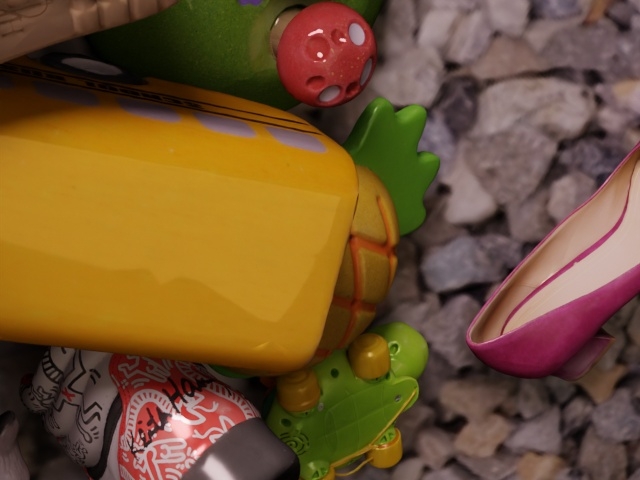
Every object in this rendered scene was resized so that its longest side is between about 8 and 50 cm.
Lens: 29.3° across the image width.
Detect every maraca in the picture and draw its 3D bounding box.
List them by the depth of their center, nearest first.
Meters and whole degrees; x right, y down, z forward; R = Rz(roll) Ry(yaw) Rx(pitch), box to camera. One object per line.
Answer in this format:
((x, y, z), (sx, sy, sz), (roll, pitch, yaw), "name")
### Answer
((0.000, 0.000, 0.678), (0.185, 0.099, 0.127), (-44, 145, -17), "maraca")

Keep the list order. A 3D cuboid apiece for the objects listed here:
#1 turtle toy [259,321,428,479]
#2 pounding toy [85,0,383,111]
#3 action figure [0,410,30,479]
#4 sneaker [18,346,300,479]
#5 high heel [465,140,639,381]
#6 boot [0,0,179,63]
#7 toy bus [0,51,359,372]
((0.015, 0.093, 0.748), (0.130, 0.066, 0.095), (-23, 123, -23), "turtle toy")
((-0.004, -0.155, 0.598), (0.237, 0.110, 0.183), (-52, 128, -2), "pounding toy")
((-0.285, 0.184, 0.581), (0.330, 0.178, 0.341), (-44, 98, -15), "action figure")
((-0.090, 0.125, 0.683), (0.090, 0.145, 0.270), (-38, 163, -23), "sneaker")
((0.189, -0.013, 0.803), (0.117, 0.082, 0.244), (17, 114, -46), "high heel")
((-0.185, -0.132, 0.442), (0.248, 0.207, 0.090), (-16, 140, -26), "boot")
((-0.163, -0.027, 0.512), (0.332, 0.130, 0.108), (9, 106, -23), "toy bus")
